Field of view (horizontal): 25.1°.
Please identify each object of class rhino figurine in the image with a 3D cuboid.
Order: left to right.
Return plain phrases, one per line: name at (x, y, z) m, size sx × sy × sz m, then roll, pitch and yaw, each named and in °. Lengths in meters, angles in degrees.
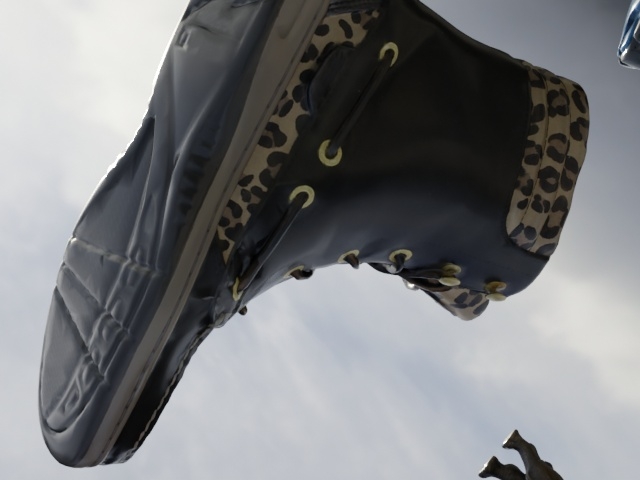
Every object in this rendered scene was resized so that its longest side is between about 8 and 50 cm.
rhino figurine at (0.186, 0.327, 1.546) m, size 0.106 × 0.073 × 0.243 m, roll 37°, pitch -119°, yaw 5°

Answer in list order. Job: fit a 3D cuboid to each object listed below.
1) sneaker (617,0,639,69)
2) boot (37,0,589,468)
sneaker at (0.368, -0.243, 1.170) m, size 0.140 × 0.341 × 0.125 m, roll 20°, pitch -118°, yaw -2°
boot at (0.000, 0.000, 0.943) m, size 0.284 × 0.377 × 0.138 m, roll 19°, pitch -172°, yaw -35°
